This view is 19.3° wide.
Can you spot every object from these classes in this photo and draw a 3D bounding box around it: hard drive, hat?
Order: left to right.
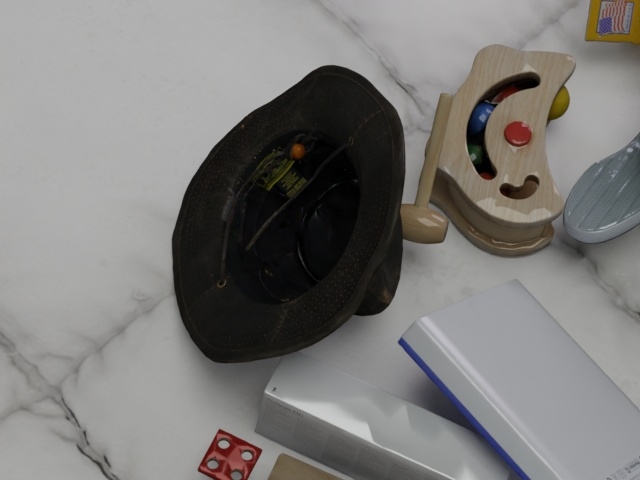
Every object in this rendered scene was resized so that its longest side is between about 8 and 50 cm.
[{"bbox_3d":[0.000,0.000,1.824,0.134,0.331,0.331,35,55,-36],"label":"hat"},{"bbox_3d":[0.237,0.179,1.778,0.318,0.040,0.210,48,31,16],"label":"hard drive"}]

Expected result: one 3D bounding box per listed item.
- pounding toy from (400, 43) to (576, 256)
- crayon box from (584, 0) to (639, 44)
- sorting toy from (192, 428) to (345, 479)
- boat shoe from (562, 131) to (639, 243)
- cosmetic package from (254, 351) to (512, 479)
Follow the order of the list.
[{"bbox_3d":[0.189,-0.091,1.906,0.154,0.155,0.269,25,65,9],"label":"pounding toy"},{"bbox_3d":[0.446,-0.312,2.024,0.323,0.203,0.083,2,25,-7],"label":"crayon box"},{"bbox_3d":[-0.013,0.282,1.751,0.274,0.046,0.132,23,63,4],"label":"sorting toy"},{"bbox_3d":[0.333,-0.058,1.951,0.083,0.076,0.226,36,62,27],"label":"boat shoe"},{"bbox_3d":[0.060,0.189,1.779,0.239,0.099,0.060,25,63,5],"label":"cosmetic package"}]
